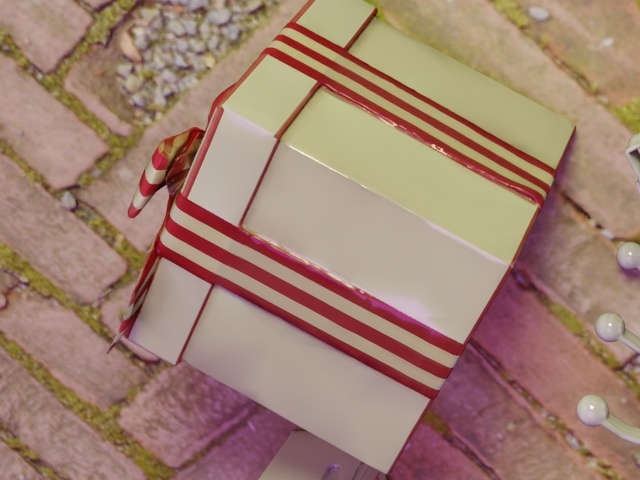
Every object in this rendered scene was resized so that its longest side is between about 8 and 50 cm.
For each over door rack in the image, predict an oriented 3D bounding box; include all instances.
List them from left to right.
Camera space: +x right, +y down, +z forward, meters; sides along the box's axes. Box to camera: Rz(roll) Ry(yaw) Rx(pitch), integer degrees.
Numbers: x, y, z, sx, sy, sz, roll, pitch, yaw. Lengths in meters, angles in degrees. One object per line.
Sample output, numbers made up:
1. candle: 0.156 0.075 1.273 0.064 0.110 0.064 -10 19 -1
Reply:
1. over door rack: 0.240 0.021 1.154 0.108 0.239 0.324 -1 117 18

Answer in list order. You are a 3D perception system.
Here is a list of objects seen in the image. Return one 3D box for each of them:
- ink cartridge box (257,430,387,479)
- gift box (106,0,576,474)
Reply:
1. ink cartridge box: 0.002 0.297 1.453 0.092 0.158 0.218 3 118 22
2. gift box: 0.000 0.000 1.235 0.258 0.255 0.276 30 121 3
